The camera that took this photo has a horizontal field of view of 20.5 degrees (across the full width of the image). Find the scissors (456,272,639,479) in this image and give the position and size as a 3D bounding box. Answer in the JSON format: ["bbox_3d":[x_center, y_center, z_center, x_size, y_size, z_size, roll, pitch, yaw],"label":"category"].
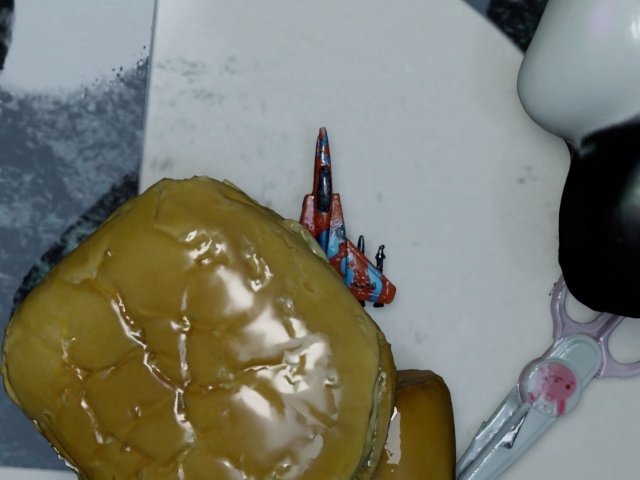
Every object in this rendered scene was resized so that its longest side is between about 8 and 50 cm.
[{"bbox_3d":[0.202,0.125,1.532,0.118,0.030,0.242,42,85,-10],"label":"scissors"}]

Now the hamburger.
[{"bbox_3d":[-0.094,0.113,1.388,0.319,0.158,0.318,0,91,15],"label":"hamburger"}]

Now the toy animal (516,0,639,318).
[{"bbox_3d":[0.296,-0.108,1.423,0.251,0.251,0.310,-11,99,-7],"label":"toy animal"}]

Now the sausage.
[{"bbox_3d":[0.067,0.271,1.491,0.112,0.112,0.328,-4,99,-7],"label":"sausage"}]

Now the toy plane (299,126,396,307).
[{"bbox_3d":[0.000,0.000,1.478,0.130,0.061,0.189,0,92,-7],"label":"toy plane"}]
